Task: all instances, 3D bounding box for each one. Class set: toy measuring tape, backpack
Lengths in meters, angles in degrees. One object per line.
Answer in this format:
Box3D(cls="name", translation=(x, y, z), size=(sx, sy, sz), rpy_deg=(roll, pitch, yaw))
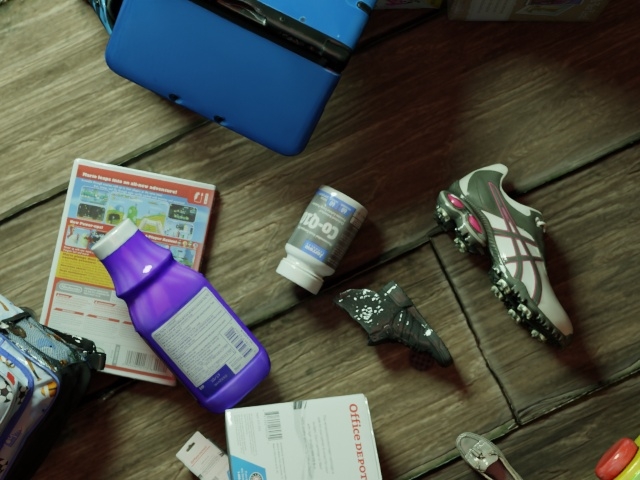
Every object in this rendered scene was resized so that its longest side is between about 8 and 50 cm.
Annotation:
Box3D(cls="toy measuring tape", translation=(0.469, 0.275, 1.791), size=(0.121, 0.121, 0.330), rpy_deg=(42, 87, 4))
Box3D(cls="backpack", translation=(-0.472, 0.190, 1.771), size=(0.263, 0.213, 0.276), rpy_deg=(37, 99, 17))

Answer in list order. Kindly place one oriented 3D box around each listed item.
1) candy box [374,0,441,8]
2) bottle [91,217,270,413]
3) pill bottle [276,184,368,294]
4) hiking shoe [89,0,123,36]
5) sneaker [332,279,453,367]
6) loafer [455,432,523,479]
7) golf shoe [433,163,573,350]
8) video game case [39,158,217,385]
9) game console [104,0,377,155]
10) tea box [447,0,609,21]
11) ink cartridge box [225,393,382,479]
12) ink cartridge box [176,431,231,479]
Box3D(cls="candy box", translation=(0.053, -0.362, 1.828), size=(0.233, 0.159, 0.071), rpy_deg=(-1, 87, 2))
Box3D(cls="bottle", translation=(-0.192, 0.098, 1.800), size=(0.118, 0.092, 0.283), rpy_deg=(-42, 100, -13))
Box3D(cls="pill bottle", translation=(0.000, 0.000, 1.840), size=(0.078, 0.078, 0.137), rpy_deg=(29, 87, 3))
Box3D(cls="hiking shoe", translation=(-0.272, -0.349, 1.847), size=(0.113, 0.132, 0.304), rpy_deg=(-38, 86, -2))
Box3D(cls="sneaker", translation=(0.100, 0.123, 1.845), size=(0.089, 0.051, 0.170), rpy_deg=(-37, 81, -2))
Box3D(cls="loafer", translation=(0.237, 0.309, 1.829), size=(0.125, 0.039, 0.045), rpy_deg=(43, 88, 4))
Box3D(cls="golf shoe", translation=(0.273, 0.021, 1.823), size=(0.120, 0.105, 0.273), rpy_deg=(-36, 86, -9))
Box3D(cls="video game case", translation=(-0.271, 0.044, 1.870), size=(0.204, 0.025, 0.285), rpy_deg=(11, 86, 2))
Box3D(cls="game console", translation=(-0.096, -0.297, 1.744), size=(0.293, 0.173, 0.250), rpy_deg=(26, 68, -4))
Box3D(cls="tea box", translation=(0.284, -0.476, 1.746), size=(0.220, 0.329, 0.323), rpy_deg=(0, 85, 1))
Box3D(cls="ink cartridge box", translation=(-0.025, 0.290, 1.783), size=(0.190, 0.082, 0.140), rpy_deg=(-5, 61, -8))
Box3D(cls="ink cartridge box", translation=(-0.152, 0.305, 1.844), size=(0.083, 0.028, 0.048), rpy_deg=(42, 87, 4))
